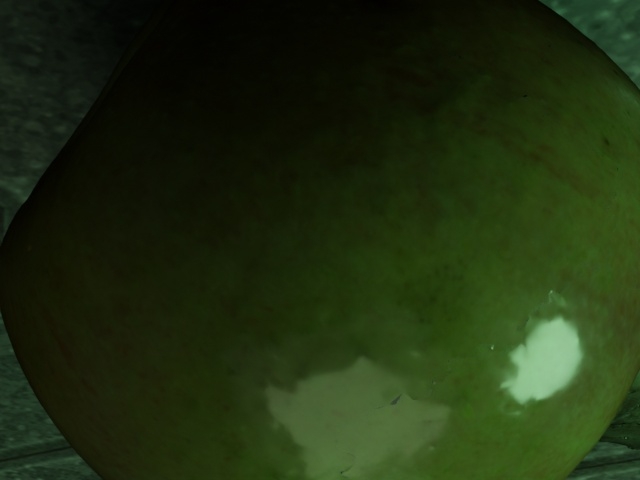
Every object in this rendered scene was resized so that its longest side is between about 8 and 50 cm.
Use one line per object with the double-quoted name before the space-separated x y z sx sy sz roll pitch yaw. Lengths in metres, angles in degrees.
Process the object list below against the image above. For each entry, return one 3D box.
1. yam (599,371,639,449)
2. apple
"yam" 0.175 0.056 0.961 0.154 0.154 0.254 -24 145 36
"apple" 0.000 0.000 0.715 0.277 0.319 0.319 34 139 -23
